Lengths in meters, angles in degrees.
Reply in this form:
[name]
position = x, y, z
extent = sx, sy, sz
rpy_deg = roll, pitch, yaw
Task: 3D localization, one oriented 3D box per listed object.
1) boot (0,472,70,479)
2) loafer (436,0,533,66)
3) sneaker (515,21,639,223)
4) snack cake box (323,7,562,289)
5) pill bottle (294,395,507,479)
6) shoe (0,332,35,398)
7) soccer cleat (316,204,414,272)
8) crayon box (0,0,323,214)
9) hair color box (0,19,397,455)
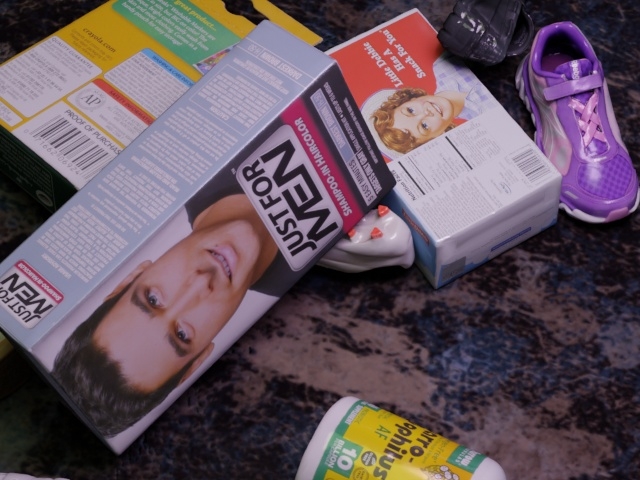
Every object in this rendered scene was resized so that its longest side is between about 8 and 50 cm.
[boot]
position = -0.277, 0.312, 1.471
extent = 0.123, 0.095, 0.258
rpy_deg = -1, 55, 8
[loafer]
position = 0.184, -0.223, 1.789
extent = 0.078, 0.076, 0.223
rpy_deg = 35, 24, 6
[sneaker]
position = 0.262, -0.129, 1.750
extent = 0.095, 0.104, 0.236
rpy_deg = -11, 58, -8
[snack cake box]
position = 0.106, -0.097, 1.741
extent = 0.152, 0.089, 0.264
rpy_deg = -28, 60, -14
[pill bottle]
position = 0.091, 0.229, 1.508
extent = 0.208, 0.118, 0.118
rpy_deg = 24, 60, 16
[shoe]
position = -0.282, 0.079, 1.642
extent = 0.058, 0.077, 0.219
rpy_deg = 32, 54, 18
[soccer cleat]
position = 0.000, 0.000, 1.697
extent = 0.196, 0.076, 0.068
rpy_deg = 5, 56, 28
[crayon box]
position = -0.180, -0.152, 1.766
extent = 0.203, 0.083, 0.323
rpy_deg = 38, 58, 26
[hair color box]
position = -0.118, -0.004, 1.575
extent = 0.374, 0.185, 0.113
rpy_deg = -44, 49, -12
